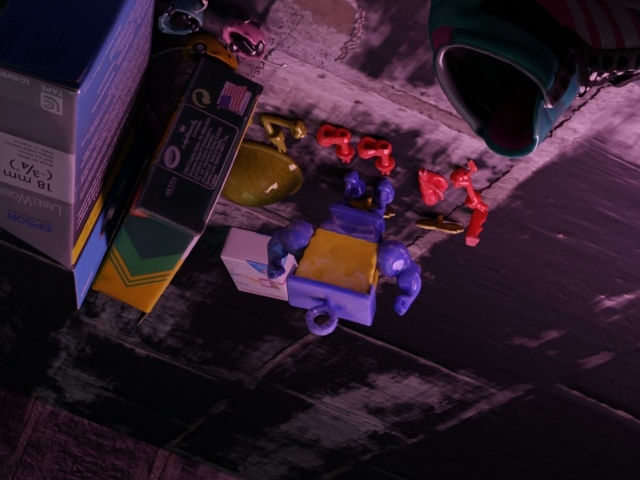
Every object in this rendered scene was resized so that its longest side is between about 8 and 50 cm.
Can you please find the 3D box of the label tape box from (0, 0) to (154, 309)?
[{"bbox_3d":[-0.253,-0.128,1.385,0.106,0.241,0.334,16,140,2],"label":"label tape box"}]

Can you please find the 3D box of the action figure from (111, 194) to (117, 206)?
[{"bbox_3d":[-0.367,-0.146,1.560,0.330,0.178,0.341,29,173,-4],"label":"action figure"}]

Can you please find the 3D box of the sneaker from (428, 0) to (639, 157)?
[{"bbox_3d":[0.216,-0.143,1.170,0.295,0.178,0.124,23,157,-10],"label":"sneaker"}]

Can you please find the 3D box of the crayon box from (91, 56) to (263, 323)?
[{"bbox_3d":[-0.174,-0.046,1.564,0.081,0.202,0.318,25,153,-8],"label":"crayon box"}]

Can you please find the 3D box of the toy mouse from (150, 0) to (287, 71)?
[{"bbox_3d":[-0.112,-0.225,1.436,0.161,0.031,0.143,15,158,10],"label":"toy mouse"}]

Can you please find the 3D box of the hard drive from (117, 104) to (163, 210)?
[{"bbox_3d":[-0.357,-0.133,1.805,0.339,0.064,0.237,11,156,16],"label":"hard drive"}]

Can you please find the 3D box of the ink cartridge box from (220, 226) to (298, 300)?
[{"bbox_3d":[-0.086,0.037,1.994,0.088,0.052,0.122,12,158,16],"label":"ink cartridge box"}]

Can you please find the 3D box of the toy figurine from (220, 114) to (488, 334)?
[{"bbox_3d":[0.000,0.000,1.625,0.362,0.217,0.191,14,157,10],"label":"toy figurine"}]
